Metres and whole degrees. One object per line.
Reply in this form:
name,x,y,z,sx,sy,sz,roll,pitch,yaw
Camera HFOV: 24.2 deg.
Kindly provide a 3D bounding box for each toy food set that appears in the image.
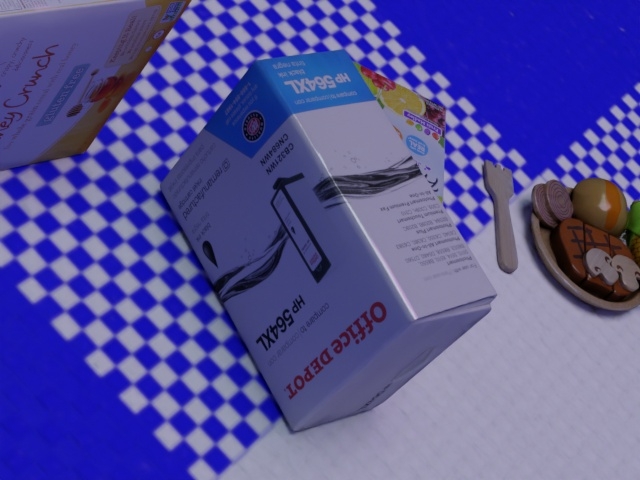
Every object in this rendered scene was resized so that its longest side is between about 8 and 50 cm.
toy food set,0.229,-0.002,1.243,0.192,0.038,0.132,19,47,-24

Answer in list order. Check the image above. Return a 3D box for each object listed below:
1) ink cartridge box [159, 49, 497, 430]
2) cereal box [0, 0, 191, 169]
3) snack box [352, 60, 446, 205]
ink cartridge box,0.000,0.000,0.986,0.086,0.148,0.203,-12,64,-43
cereal box,-0.210,-0.096,0.889,0.240,0.173,0.047,-18,70,-44
snack box,0.047,-0.066,1.159,0.100,0.037,0.141,24,45,-18
